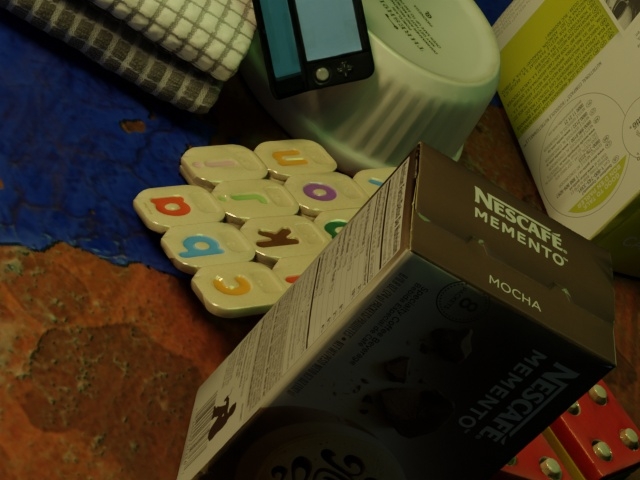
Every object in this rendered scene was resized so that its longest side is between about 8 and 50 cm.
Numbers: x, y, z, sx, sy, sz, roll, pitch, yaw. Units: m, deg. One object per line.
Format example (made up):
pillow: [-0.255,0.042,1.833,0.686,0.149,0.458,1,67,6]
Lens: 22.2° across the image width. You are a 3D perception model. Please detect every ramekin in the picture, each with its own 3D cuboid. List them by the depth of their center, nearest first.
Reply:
ramekin: [0.057,-0.190,1.612,0.273,0.127,0.273,26,37,-22]

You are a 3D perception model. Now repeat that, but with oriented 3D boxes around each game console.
game console: [-0.007,-0.193,1.442,0.107,0.071,0.122,-12,98,-9]

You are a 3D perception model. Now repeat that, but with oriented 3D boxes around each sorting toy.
sorting toy: [0.141,0.139,1.368,0.255,0.089,0.257,-9,58,-48]

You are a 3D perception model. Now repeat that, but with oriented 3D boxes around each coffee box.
coffee box: [0.049,0.096,1.142,0.168,0.297,0.119,30,36,-17]
coffee box: [0.435,-0.170,1.770,0.337,0.338,0.334,13,45,-35]

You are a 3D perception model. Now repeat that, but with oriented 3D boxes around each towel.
towel: [-0.166,-0.263,1.490,0.235,0.121,0.283,29,38,-15]

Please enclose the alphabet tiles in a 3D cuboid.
alphabet tiles: [0.000,0.000,1.346,0.278,0.021,0.284,-7,38,-31]
